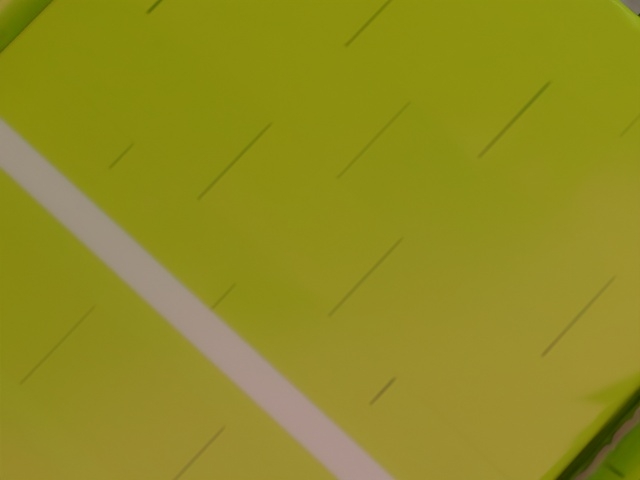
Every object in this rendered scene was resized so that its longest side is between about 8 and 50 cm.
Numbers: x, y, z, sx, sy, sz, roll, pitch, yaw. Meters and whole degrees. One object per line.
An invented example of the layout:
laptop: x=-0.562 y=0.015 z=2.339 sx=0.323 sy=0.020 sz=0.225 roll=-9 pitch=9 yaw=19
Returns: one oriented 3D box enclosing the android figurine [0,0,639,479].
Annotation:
android figurine: x=0.000 y=0.000 z=0.467 sx=0.248 sy=0.056 sz=0.273 roll=40 pitch=83 yaw=15
